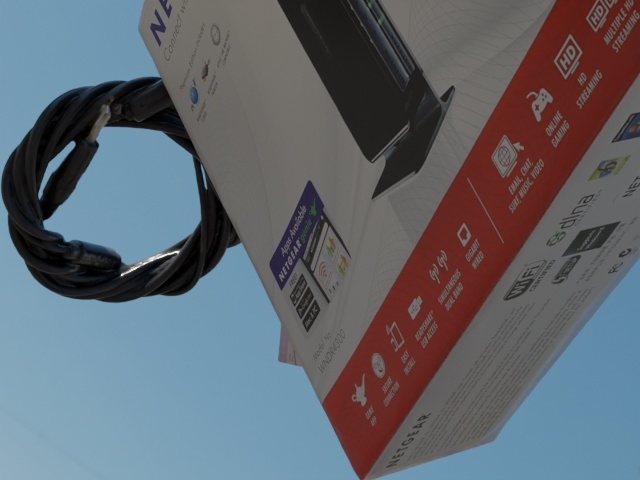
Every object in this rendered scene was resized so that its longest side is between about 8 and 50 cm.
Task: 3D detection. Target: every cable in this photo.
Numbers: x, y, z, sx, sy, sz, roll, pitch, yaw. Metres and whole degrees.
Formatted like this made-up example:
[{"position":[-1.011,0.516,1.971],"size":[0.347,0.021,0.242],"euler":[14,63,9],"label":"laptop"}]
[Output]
[{"position":[-0.116,-0.019,0.838],"size":[0.047,0.150,0.184],"euler":[47,-24,36],"label":"cable"}]

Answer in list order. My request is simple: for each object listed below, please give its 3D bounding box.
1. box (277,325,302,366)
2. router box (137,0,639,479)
[{"position":[0.000,0.000,1.456],"size":[0.067,0.063,0.324],"euler":[12,-53,7],"label":"box"},{"position":[0.037,-0.106,0.593],"size":[0.301,0.082,0.335],"euler":[62,-31,28],"label":"router box"}]
